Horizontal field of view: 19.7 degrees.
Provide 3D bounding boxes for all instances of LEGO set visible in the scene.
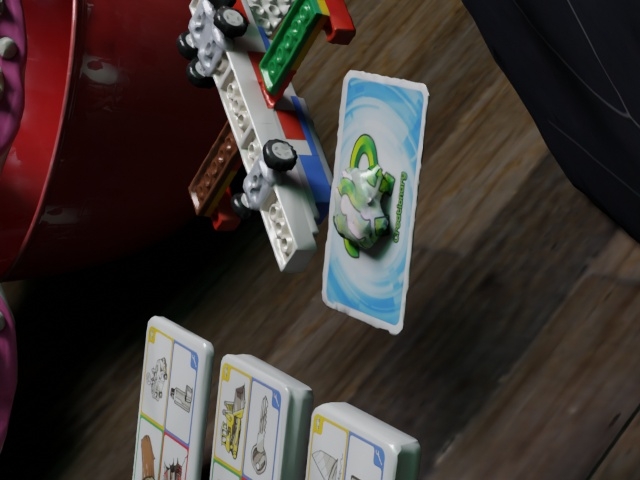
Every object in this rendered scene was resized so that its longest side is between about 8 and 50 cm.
[{"bbox_3d":[0.000,0.000,0.635,0.060,0.244,0.182,0,10,-30],"label":"LEGO set"}]

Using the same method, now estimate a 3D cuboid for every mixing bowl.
[{"bbox_3d":[-0.097,-0.063,0.848,0.181,0.098,0.181,-172,90,-66],"label":"mixing bowl"}]

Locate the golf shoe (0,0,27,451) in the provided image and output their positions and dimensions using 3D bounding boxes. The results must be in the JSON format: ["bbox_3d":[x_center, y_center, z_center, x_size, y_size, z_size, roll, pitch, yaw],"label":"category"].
[{"bbox_3d":[-0.187,0.026,0.792,0.140,0.115,0.306,140,140,-70],"label":"golf shoe"}]

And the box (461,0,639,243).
[{"bbox_3d":[0.169,-0.173,0.417,0.297,0.472,0.480,-34,30,-2],"label":"box"}]
